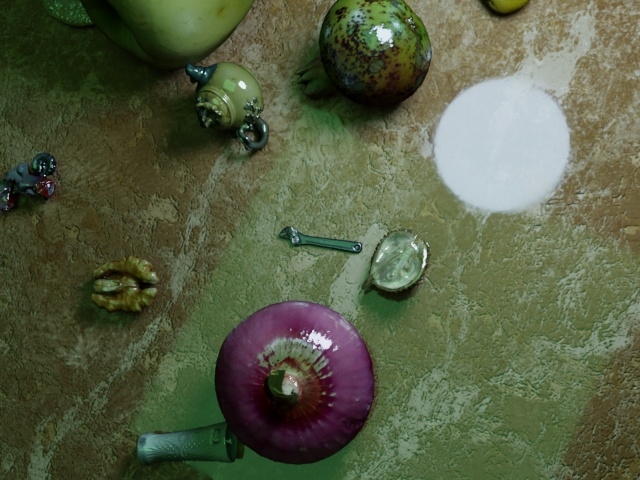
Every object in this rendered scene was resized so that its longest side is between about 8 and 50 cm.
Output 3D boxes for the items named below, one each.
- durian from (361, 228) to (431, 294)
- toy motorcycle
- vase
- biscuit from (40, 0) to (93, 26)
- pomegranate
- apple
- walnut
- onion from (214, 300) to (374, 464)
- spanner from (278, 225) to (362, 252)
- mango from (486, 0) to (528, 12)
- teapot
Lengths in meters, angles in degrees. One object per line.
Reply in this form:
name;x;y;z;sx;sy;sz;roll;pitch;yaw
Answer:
durian;0.178;0.065;1.772;0.189;0.091;0.148;-33;64;3
toy motorcycle;-0.757;-0.131;1.932;0.213;0.082;0.122;-29;66;9
vase;-0.310;0.474;1.750;0.220;0.096;0.096;-7;78;8
biscuit;-0.642;-0.641;2.038;0.290;0.038;0.141;11;81;11
pomegranate;0.089;-0.434;1.816;0.341;0.285;0.284;-23;74;37
apple;-0.363;-0.653;1.809;0.474;0.473;0.473;-1;79;7
walnut;-0.474;0.109;1.853;0.170;0.069;0.142;1;80;9
onion;-0.067;0.321;1.648;0.359;0.345;0.358;9;114;21
spanner;0.000;0.000;1.844;0.209;0.012;0.046;9;79;9
mango;0.470;-0.657;1.877;0.137;0.098;0.195;19;74;13
teapot;-0.231;-0.327;1.848;0.269;0.173;0.182;55;47;-14
